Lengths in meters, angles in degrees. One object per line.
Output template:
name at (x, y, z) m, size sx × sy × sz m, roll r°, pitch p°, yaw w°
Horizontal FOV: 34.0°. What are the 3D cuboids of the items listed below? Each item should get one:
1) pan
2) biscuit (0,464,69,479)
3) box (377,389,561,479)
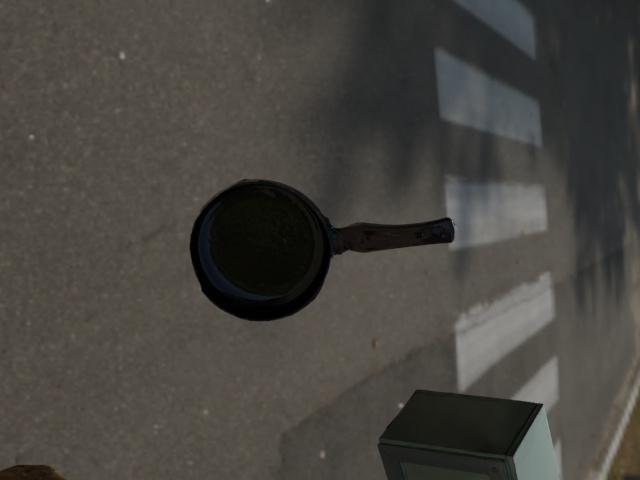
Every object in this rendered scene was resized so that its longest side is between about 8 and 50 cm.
pan at (0.001, -0.001, 0.813) m, size 0.040 × 0.212 × 0.115 m, roll -60°, pitch 140°, yaw -69°
biscuit at (-0.390, 0.427, 1.321) m, size 0.385 × 0.365 × 0.062 m, roll -34°, pitch 130°, yaw -55°
box at (0.151, 0.257, 0.958) m, size 0.086 × 0.129 × 0.225 m, roll -43°, pitch 124°, yaw -46°
